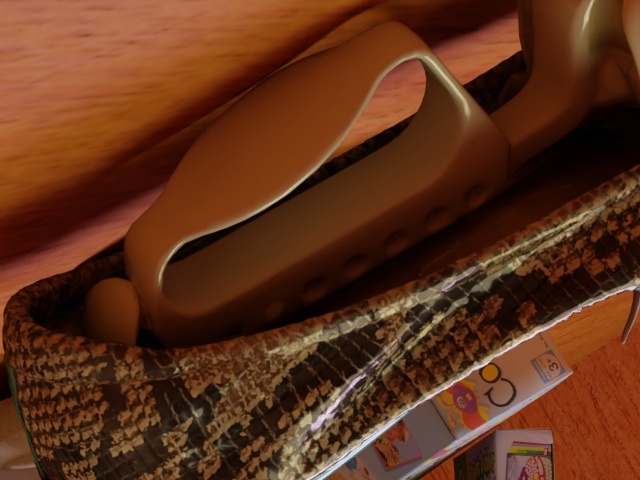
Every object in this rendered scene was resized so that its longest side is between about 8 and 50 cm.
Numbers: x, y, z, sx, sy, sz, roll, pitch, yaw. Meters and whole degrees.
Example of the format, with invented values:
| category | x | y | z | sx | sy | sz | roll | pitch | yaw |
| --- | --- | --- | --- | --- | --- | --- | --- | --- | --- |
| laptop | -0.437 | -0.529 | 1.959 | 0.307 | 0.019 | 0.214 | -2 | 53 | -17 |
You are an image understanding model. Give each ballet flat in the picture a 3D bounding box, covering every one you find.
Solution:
| category | x | y | z | sx | sy | sz | roll | pitch | yaw |
| --- | --- | --- | --- | --- | --- | --- | --- | --- | --- |
| ballet flat | 0.075 | -0.031 | 0.769 | 0.482 | 0.164 | 0.182 | -28 | 126 | -11 |

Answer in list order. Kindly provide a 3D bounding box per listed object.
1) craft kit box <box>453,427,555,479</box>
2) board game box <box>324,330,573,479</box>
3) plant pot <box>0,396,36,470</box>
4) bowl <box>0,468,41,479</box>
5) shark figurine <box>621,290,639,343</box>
| category | x | y | z | sx | sy | sz | roll | pitch | yaw |
| --- | --- | --- | --- | --- | --- | --- | --- | --- | --- |
| craft kit box | 0.165 | 0.302 | 1.486 | 0.061 | 0.247 | 0.250 | 2 | 166 | -4 |
| board game box | 0.063 | 0.132 | 1.443 | 0.142 | 0.144 | 0.275 | -24 | 168 | -35 |
| plant pot | -0.108 | 0.101 | 1.030 | 0.236 | 0.032 | 0.236 | -15 | 170 | -3 |
| bowl | -0.252 | 0.184 | 1.104 | 0.142 | 0.053 | 0.142 | -39 | 166 | 31 |
| shark figurine | 0.316 | -0.001 | 1.649 | 0.166 | 0.116 | 0.278 | -62 | -176 | -14 |
